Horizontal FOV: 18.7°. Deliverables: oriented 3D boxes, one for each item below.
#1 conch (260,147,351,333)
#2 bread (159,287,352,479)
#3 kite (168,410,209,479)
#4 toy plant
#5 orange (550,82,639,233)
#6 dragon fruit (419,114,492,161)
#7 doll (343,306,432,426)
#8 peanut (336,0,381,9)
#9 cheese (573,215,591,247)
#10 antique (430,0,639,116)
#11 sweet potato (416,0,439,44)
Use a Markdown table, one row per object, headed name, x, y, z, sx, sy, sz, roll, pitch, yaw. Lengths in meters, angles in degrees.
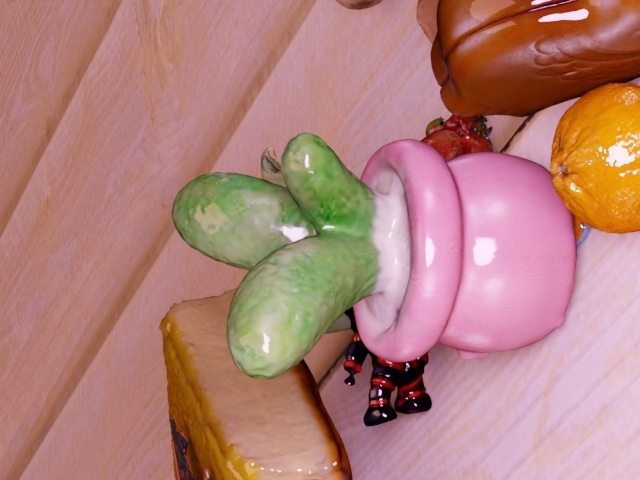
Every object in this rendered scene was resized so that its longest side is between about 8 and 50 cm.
| name | x | y | z | sx | sy | sz | roll | pitch | yaw |
| --- | --- | --- | --- | --- | --- | --- | --- | --- | --- |
| conch | 0.018 | -0.002 | 2.135 | 0.143 | 0.137 | 0.250 | 20 | 130 | 23 |
| bread | -0.069 | 0.263 | 2.156 | 0.323 | 0.143 | 0.333 | -118 | 21 | -46 |
| kite | -0.125 | 0.302 | 2.098 | 0.183 | 0.014 | 0.241 | 101 | 152 | -51 |
| toy plant | 0.061 | 0.018 | 1.815 | 0.317 | 0.356 | 0.210 | -120 | 42 | -56 |
| orange | 0.261 | -0.073 | 1.717 | 0.135 | 0.117 | 0.135 | -24 | 61 | 53 |
| dragon fruit | 0.126 | -0.062 | 2.020 | 0.142 | 0.175 | 0.138 | 22 | 116 | 33 |
| doll | 0.058 | 0.066 | 2.042 | 0.127 | 0.088 | 0.248 | -31 | -69 | -72 |
| peanut | 0.079 | -0.358 | 2.218 | 0.228 | 0.086 | 0.104 | -57 | 44 | 39 |
| cheese | 0.248 | -0.017 | 1.841 | 0.111 | 0.017 | 0.047 | -38 | 52 | 55 |
| antique | 0.214 | -0.202 | 1.717 | 0.278 | 0.223 | 0.129 | -33 | 65 | 57 |
| sweet potato | 0.212 | -0.259 | 1.870 | 0.337 | 0.131 | 0.131 | 150 | 124 | -60 |
